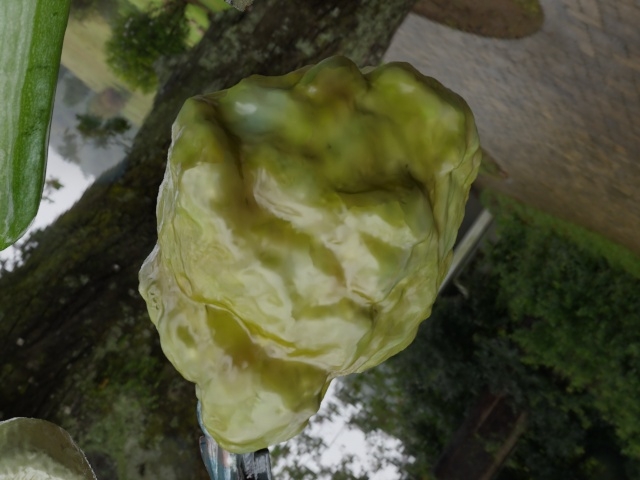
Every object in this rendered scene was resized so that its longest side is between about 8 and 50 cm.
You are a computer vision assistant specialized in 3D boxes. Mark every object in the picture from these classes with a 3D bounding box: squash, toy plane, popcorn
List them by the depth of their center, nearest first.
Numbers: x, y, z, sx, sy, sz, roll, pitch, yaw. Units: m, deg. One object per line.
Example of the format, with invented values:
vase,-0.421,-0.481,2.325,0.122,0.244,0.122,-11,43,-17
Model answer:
squash,-0.211,-0.136,0.513,0.101,0.378,0.101,15,-141,-13
popcorn,0.008,-0.002,0.711,0.334,0.292,0.294,-22,-176,-39
toy plane,-0.088,0.231,0.847,0.104,0.326,0.223,-3,-149,-24

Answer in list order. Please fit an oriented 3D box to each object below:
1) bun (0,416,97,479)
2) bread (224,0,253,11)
bun,-0.425,0.335,1.084,0.244,0.243,0.153,30,-169,-40
bread,-0.100,-0.259,0.697,0.154,0.068,0.028,39,-163,31
